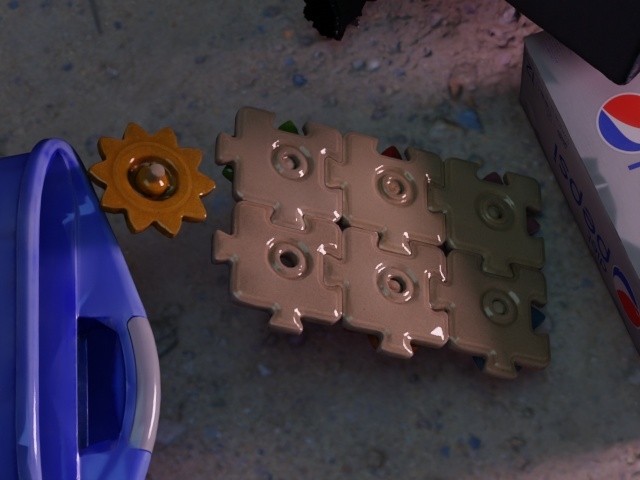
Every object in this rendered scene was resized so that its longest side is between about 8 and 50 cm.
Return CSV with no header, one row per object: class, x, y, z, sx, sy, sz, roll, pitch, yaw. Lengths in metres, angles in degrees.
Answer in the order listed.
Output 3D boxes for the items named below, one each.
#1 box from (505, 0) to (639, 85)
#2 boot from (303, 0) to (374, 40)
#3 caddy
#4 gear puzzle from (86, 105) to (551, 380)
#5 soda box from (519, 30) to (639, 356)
box,0.210,-0.447,1.360,0.480,0.297,0.472,40,55,18
boot,0.028,-0.213,1.418,0.045,0.121,0.099,36,66,19
caddy,-0.191,0.101,1.218,0.179,0.241,0.341,-6,66,5
gear puzzle,0.000,0.000,1.298,0.339,0.044,0.175,13,56,-19
soda box,0.235,-0.020,1.330,0.091,0.098,0.286,-20,66,-5
